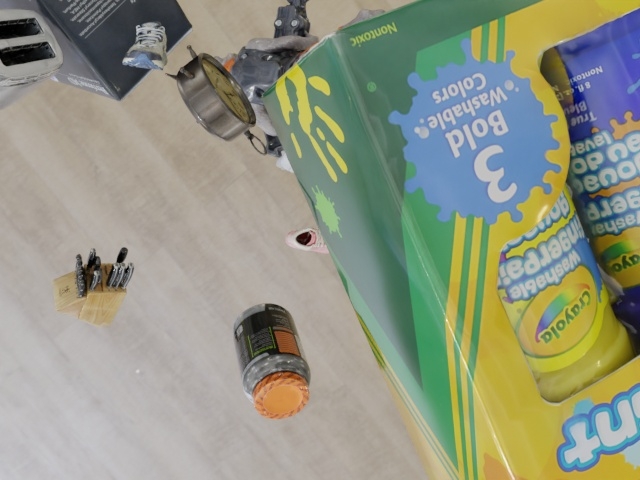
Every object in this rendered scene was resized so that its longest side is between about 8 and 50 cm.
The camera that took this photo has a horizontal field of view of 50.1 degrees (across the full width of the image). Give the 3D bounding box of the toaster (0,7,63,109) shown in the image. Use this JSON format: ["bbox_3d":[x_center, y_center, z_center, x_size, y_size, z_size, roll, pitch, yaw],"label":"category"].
[{"bbox_3d":[-0.506,-0.276,1.057,0.146,0.227,0.129,-19,101,28],"label":"toaster"}]

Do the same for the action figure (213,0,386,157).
[{"bbox_3d":[-0.050,-0.326,1.177,0.330,0.178,0.341,-1,86,35],"label":"action figure"}]

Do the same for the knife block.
[{"bbox_3d":[-0.533,0.115,1.727,0.242,0.275,0.088,-21,64,10],"label":"knife block"}]

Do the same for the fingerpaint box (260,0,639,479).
[{"bbox_3d":[0.241,-0.034,0.516,0.445,0.163,0.371,-25,97,-17],"label":"fingerpaint box"}]

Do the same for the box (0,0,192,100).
[{"bbox_3d":[-0.466,-0.473,1.177,0.294,0.212,0.395,22,156,39],"label":"box"}]

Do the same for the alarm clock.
[{"bbox_3d":[-0.144,-0.195,1.021,0.064,0.129,0.192,-36,118,17],"label":"alarm clock"}]

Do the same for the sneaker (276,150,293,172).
[{"bbox_3d":[0.028,-0.193,1.660,0.210,0.366,0.137,27,95,25],"label":"sneaker"}]

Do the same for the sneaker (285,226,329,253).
[{"bbox_3d":[0.000,0.000,1.399,0.134,0.070,0.051,3,88,-12],"label":"sneaker"}]

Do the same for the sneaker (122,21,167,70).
[{"bbox_3d":[-0.226,-0.256,0.888,0.052,0.135,0.058,5,110,-11],"label":"sneaker"}]

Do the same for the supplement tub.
[{"bbox_3d":[-0.084,0.206,1.175,0.117,0.190,0.117,-7,124,-11],"label":"supplement tub"}]
